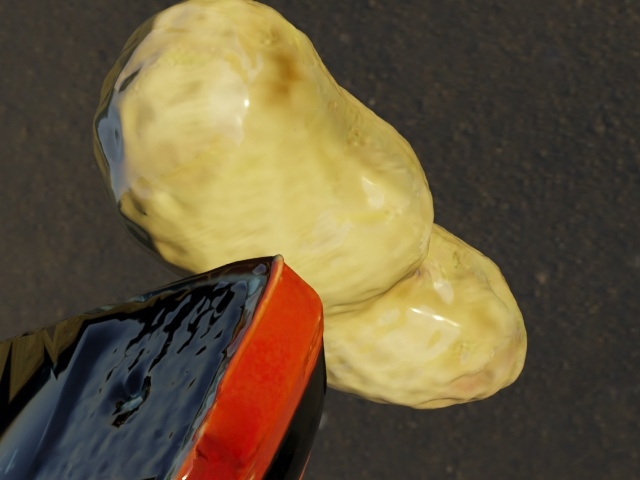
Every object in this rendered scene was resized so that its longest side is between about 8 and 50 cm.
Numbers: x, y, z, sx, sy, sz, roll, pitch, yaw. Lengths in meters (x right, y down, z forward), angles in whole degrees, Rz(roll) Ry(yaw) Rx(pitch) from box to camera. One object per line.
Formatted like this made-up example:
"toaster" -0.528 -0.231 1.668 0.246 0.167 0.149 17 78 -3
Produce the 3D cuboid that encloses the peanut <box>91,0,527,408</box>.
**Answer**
"peanut" 0.000 -0.001 0.527 0.104 0.228 0.085 -2 57 34

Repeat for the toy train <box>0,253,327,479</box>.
"toy train" -0.126 0.096 0.528 0.409 0.089 0.086 -20 37 48
